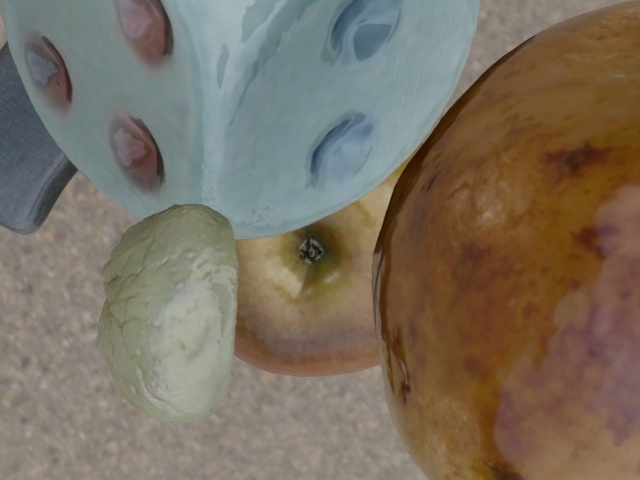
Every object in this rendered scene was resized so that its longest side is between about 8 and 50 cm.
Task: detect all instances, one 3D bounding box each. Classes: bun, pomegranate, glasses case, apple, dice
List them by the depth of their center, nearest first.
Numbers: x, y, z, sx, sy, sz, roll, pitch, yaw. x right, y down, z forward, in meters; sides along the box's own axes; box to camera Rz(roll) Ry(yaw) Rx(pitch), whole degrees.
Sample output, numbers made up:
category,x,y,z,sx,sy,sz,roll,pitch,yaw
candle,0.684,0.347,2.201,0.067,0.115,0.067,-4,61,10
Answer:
category,x,y,z,sx,sy,sz,roll,pitch,yaw
pomegranate,0.136,0.024,0.563,0.248,0.248,0.248,-15,126,-22
bun,-0.080,0.037,0.734,0.069,0.115,0.115,3,119,-11
dice,-0.061,-0.178,1.048,0.265,0.268,0.262,-28,144,-34
glasses case,-0.260,-0.165,1.438,0.323,0.131,0.074,-55,174,1
apple,0.000,0.000,1.898,0.391,0.391,0.346,-53,172,8
